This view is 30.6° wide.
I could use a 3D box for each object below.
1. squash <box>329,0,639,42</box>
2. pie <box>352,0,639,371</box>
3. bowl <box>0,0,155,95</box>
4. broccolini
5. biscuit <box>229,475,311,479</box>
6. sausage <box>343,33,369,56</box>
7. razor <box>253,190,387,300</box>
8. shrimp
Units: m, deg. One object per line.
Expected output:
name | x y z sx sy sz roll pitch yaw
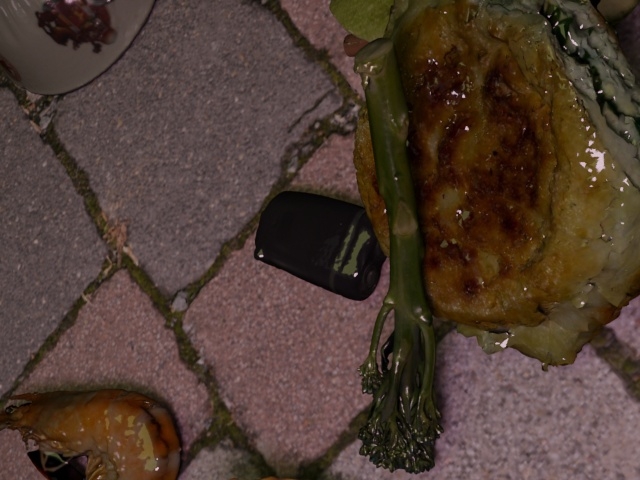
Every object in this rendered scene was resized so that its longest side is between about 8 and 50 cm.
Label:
squash | 0.153 -0.235 1.092 0.260 0.189 0.189 -28 58 53
pie | 0.145 -0.063 0.964 0.288 0.103 0.355 -31 81 53
bowl | -0.363 -0.367 1.491 0.337 0.157 0.337 -11 71 34
broccolini | 0.048 0.029 0.980 0.078 0.074 0.392 12 122 40
biscuit | 0.016 0.298 0.983 0.309 0.204 0.040 48 139 43
sausage | 0.077 -0.212 1.198 0.116 0.026 0.026 -9 71 34
razor | 0.000 0.000 1.171 0.148 0.054 0.090 19 84 38
shrimp | -0.268 0.239 1.299 0.287 0.063 0.152 -2 86 35
